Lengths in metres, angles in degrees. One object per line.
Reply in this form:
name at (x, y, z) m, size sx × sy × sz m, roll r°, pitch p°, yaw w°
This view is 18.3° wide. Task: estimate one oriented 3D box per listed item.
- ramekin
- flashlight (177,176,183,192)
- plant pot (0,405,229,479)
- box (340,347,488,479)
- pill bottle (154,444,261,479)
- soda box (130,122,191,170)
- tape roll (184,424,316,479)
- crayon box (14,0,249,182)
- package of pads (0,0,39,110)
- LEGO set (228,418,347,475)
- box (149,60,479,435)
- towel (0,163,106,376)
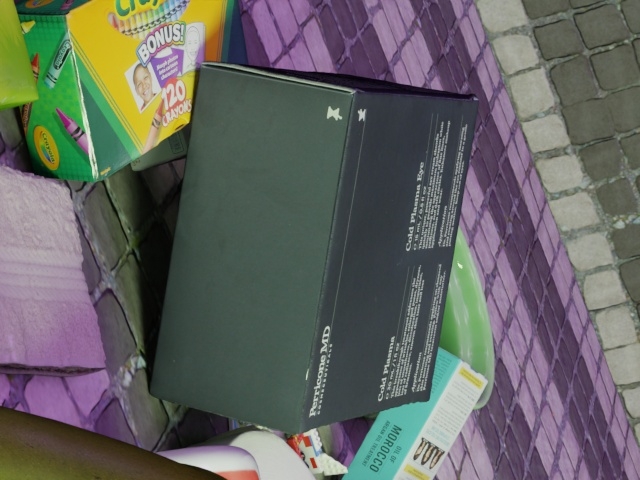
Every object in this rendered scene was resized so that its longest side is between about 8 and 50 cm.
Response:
ramekin at (0.098, 0.083, 2.522) m, size 0.303 × 0.148 × 0.303 m, roll -16°, pitch 90°, yaw -71°
flashlight at (-0.047, 0.004, 2.259) m, size 0.304 × 0.103 × 0.103 m, roll 36°, pitch 37°, yaw -62°
plant pot at (-0.221, 0.260, 1.285) m, size 0.353 × 0.366 × 0.366 m, roll 38°, pitch 39°, yaw -41°
box at (0.098, 0.243, 2.316) m, size 0.244 × 0.060 × 0.100 m, roll -60°, pitch 150°, yaw -5°
pill bottle at (-0.121, 0.362, 1.611) m, size 0.210 × 0.210 × 0.362 m, roll 19°, pitch 57°, yaw -67°
soda box at (-0.185, -0.186, 2.081) m, size 0.074 × 0.069 × 0.216 m, roll -23°, pitch 97°, yaw -70°
tape roll at (-0.055, 0.382, 1.985) m, size 0.392 × 0.072 × 0.392 m, roll -17°, pitch 90°, yaw -71°
crayon box at (-0.181, -0.184, 1.911) m, size 0.278 × 0.081 × 0.165 m, roll -39°, pitch 127°, yaw -50°
package of pads at (-0.353, -0.205, 1.589) m, size 0.296 × 0.101 × 0.229 m, roll -18°, pitch 93°, yaw -71°
LEGO set at (-0.034, 0.160, 2.243) m, size 0.244 × 0.060 × 0.182 m, roll 40°, pitch 42°, yaw -58°
box at (0.000, 0.000, 2.038) m, size 0.312 × 0.179 × 0.343 m, roll -3°, pitch 104°, yaw -64°
towel at (-0.272, 0.022, 1.710) m, size 0.282 × 0.049 × 0.187 m, roll 12°, pitch 64°, yaw -68°
